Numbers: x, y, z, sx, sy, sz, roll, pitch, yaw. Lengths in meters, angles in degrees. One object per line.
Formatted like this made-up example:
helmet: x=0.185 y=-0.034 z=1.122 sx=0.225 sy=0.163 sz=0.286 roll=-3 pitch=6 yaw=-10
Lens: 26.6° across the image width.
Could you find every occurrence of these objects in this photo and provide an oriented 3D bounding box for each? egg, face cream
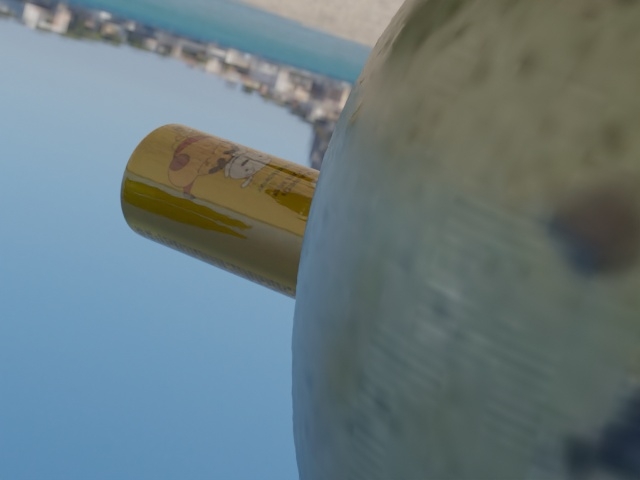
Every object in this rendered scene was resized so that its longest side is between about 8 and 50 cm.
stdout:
egg: x=0.159 y=0.039 z=0.566 sx=0.345 sy=0.428 sz=0.345 roll=13 pitch=-167 yaw=-3
face cream: x=0.000 y=0.000 z=1.064 sx=0.348 sy=0.105 sz=0.105 roll=21 pitch=-172 yaw=33
